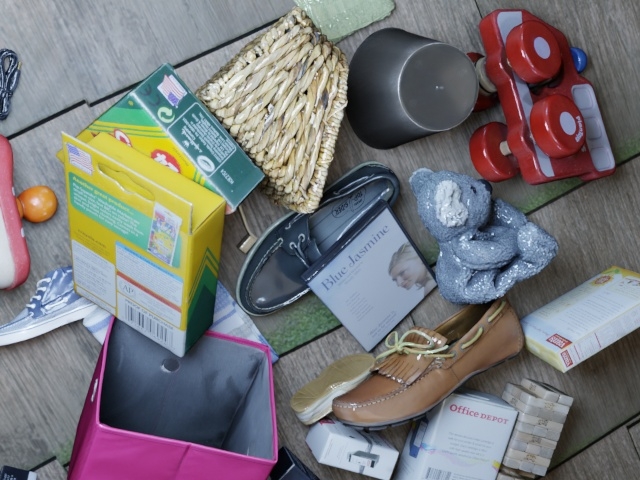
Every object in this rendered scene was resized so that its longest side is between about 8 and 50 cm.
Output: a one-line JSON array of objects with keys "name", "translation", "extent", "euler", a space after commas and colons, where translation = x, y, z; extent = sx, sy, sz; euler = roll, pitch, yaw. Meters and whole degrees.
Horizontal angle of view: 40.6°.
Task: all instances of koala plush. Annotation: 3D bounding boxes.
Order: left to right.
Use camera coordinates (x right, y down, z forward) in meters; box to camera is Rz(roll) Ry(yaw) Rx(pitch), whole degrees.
[{"name": "koala plush", "translation": [0.238, -0.025, 1.437], "extent": [0.203, 0.196, 0.221], "euler": [-38, 110, 5]}]

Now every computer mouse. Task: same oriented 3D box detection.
[{"name": "computer mouse", "translation": [-0.543, -0.254, 1.267], "extent": [0.193, 0.042, 0.106], "euler": [17, 95, -17]}]

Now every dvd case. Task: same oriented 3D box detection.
[{"name": "dvd case", "translation": [0.090, 0.064, 1.431], "extent": [0.180, 0.022, 0.253], "euler": [-44, 137, -4]}]

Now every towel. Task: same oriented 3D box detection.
[{"name": "towel", "translation": [-0.218, 0.161, 1.397], "extent": [0.209, 0.034, 0.285], "euler": [-38, 118, -5]}, {"name": "towel", "translation": [0.038, -0.389, 1.404], "extent": [0.148, 0.027, 0.110], "euler": [-30, 104, -7]}]

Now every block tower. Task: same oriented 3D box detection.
[{"name": "block tower", "translation": [0.349, 0.422, 1.586], "extent": [0.091, 0.097, 0.335], "euler": [18, 92, -17]}]

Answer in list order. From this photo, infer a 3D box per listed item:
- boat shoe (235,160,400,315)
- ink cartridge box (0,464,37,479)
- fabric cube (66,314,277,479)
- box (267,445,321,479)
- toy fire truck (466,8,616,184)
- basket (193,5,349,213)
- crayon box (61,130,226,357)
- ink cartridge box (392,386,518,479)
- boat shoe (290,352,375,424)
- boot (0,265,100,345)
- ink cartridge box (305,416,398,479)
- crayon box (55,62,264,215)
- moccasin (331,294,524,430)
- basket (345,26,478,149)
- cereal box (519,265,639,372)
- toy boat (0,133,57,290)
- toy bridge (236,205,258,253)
[{"name": "boat shoe", "translation": [0.003, 0.003, 1.414], "extent": [0.340, 0.113, 0.127], "euler": [-38, 106, -6]}, {"name": "ink cartridge box", "translation": [-0.525, 0.535, 1.338], "extent": [0.065, 0.165, 0.333], "euler": [18, 93, -17]}, {"name": "fabric cube", "translation": [-0.230, 0.300, 1.288], "extent": [0.259, 0.254, 0.258], "euler": [16, 120, -16]}, {"name": "box", "translation": [-0.057, 0.471, 1.486], "extent": [0.156, 0.093, 0.158], "euler": [-44, 106, -4]}, {"name": "toy fire truck", "translation": [0.372, -0.237, 1.447], "extent": [0.254, 0.169, 0.302], "euler": [-11, 83, -39]}, {"name": "basket", "translation": [-0.044, -0.193, 1.273], "extent": [0.213, 0.299, 0.223], "euler": [-44, 103, -7]}, {"name": "crayon box", "translation": [-0.238, -0.005, 1.173], "extent": [0.203, 0.323, 0.083], "euler": [29, 50, 14]}, {"name": "ink cartridge box", "translation": [0.240, 0.371, 1.548], "extent": [0.154, 0.093, 0.212], "euler": [16, 96, -17]}, {"name": "boat shoe", "translation": [0.026, 0.257, 1.495], "extent": [0.170, 0.063, 0.059], "euler": [-29, 128, -17]}, {"name": "boot", "translation": [-0.429, 0.095, 1.347], "extent": [0.190, 0.069, 0.086], "euler": [-21, 99, -20]}, {"name": "ink cartridge box", "translation": [0.054, 0.357, 1.493], "extent": [0.135, 0.099, 0.056], "euler": [19, 93, -18]}, {"name": "crayon box", "translation": [-0.246, -0.099, 1.232], "extent": [0.202, 0.318, 0.081], "euler": [49, 54, -15]}, {"name": "moccasin", "translation": [0.181, 0.196, 1.457], "extent": [0.380, 0.139, 0.147], "euler": [-24, 103, -19]}, {"name": "basket", "translation": [0.142, -0.236, 1.352], "extent": [0.154, 0.227, 0.204], "euler": [6, 98, -15]}, {"name": "cereal box", "translation": [0.477, 0.133, 1.529], "extent": [0.240, 0.173, 0.047], "euler": [-29, 106, -8]}, {"name": "toy boat", "translation": [-0.465, -0.048, 1.288], "extent": [0.151, 0.151, 0.231], "euler": [-20, 106, -42]}, {"name": "toy bridge", "translation": [-0.172, -0.062, 1.403], "extent": [0.188, 0.026, 0.063], "euler": [43, 84, -17]}]
